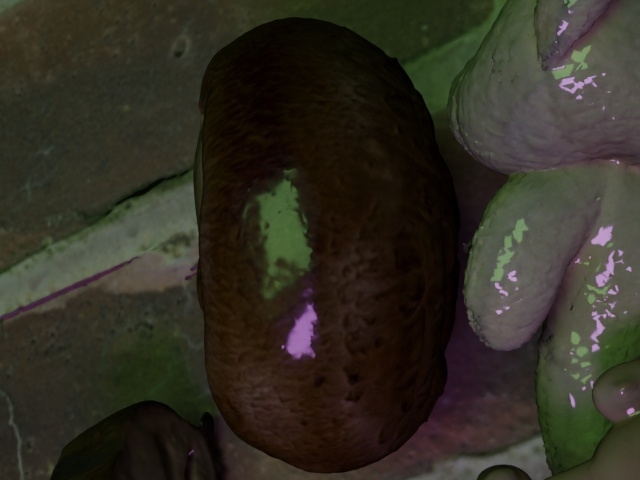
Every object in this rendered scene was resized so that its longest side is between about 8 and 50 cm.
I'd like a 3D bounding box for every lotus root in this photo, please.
[{"bbox_3d":[-0.099,0.227,0.685,0.074,0.170,0.261,-24,64,19],"label":"lotus root"}]

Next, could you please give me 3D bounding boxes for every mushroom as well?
[{"bbox_3d":[0.000,0.000,0.628,0.153,0.253,0.253,-9,74,1],"label":"mushroom"}]

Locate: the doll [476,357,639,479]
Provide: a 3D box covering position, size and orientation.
[{"bbox_3d":[0.210,0.095,0.496,0.278,0.119,0.154,-32,78,0],"label":"doll"}]

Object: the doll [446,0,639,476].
[{"bbox_3d":[0.144,-0.008,0.575,0.149,0.175,0.278,0,104,38],"label":"doll"}]
